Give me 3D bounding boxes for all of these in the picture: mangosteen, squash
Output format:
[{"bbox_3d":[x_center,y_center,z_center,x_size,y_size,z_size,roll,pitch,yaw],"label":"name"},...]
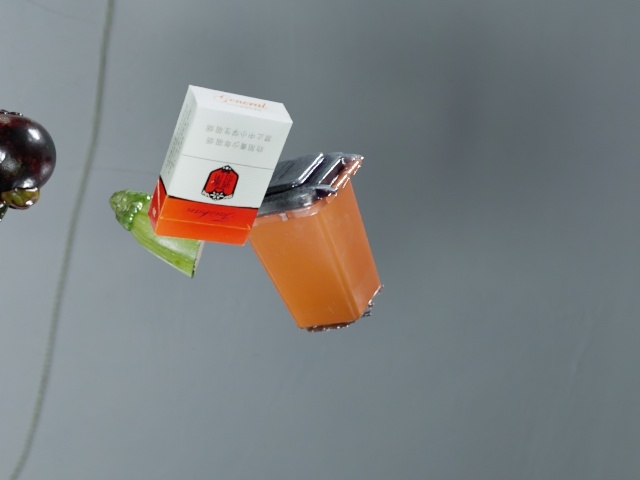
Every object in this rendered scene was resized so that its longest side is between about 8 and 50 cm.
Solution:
[{"bbox_3d":[-0.379,-0.087,1.187,0.140,0.140,0.140,-7,104,-31],"label":"mangosteen"},{"bbox_3d":[-0.202,-0.022,1.223,0.132,0.105,0.105,19,90,-6],"label":"squash"}]

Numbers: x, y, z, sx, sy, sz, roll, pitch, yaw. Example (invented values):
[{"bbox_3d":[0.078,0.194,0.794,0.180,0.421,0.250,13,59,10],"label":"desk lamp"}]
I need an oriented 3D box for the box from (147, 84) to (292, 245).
[{"bbox_3d":[-0.101,-0.070,0.980,0.100,0.048,0.152,9,125,-25],"label":"box"}]

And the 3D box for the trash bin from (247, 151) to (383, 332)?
[{"bbox_3d":[0.000,0.000,1.463,0.161,0.185,0.238,-52,124,-51],"label":"trash bin"}]
